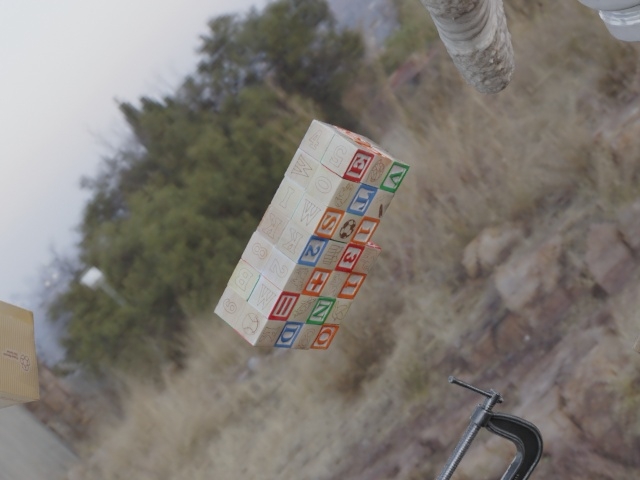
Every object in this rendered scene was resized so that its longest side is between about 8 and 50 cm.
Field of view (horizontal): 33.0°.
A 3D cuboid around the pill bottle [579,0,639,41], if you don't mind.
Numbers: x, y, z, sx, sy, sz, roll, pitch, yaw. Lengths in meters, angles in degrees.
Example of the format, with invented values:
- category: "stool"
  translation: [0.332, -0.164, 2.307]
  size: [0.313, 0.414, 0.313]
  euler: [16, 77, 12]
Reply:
- category: "pill bottle"
  translation: [0.380, -0.410, 1.406]
  size: [0.169, 0.301, 0.169]
  euler: [-24, 40, 22]

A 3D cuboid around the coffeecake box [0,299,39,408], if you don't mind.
- category: "coffeecake box"
  translation: [-0.305, 0.084, 0.709]
  size: [0.185, 0.068, 0.142]
  euler: [-15, -20, 16]

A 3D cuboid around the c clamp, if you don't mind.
- category: "c clamp"
  translation: [0.144, 0.214, 1.034]
  size: [0.161, 0.137, 0.022]
  euler: [-66, 25, 11]

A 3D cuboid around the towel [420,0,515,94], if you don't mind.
- category: "towel"
  translation: [0.061, -0.244, 0.682]
  size: [0.049, 0.282, 0.187]
  euler: [-20, -20, 14]

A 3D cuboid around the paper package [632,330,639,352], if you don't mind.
- category: "paper package"
  translation: [0.569, 0.026, 1.316]
  size: [0.325, 0.168, 0.309]
  euler: [-43, -18, -18]

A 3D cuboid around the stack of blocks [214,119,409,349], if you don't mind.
- category: "stack of blocks"
  translation: [0.000, 0.000, 1.470]
  size: [0.171, 0.087, 0.297]
  euler: [10, -69, -54]
